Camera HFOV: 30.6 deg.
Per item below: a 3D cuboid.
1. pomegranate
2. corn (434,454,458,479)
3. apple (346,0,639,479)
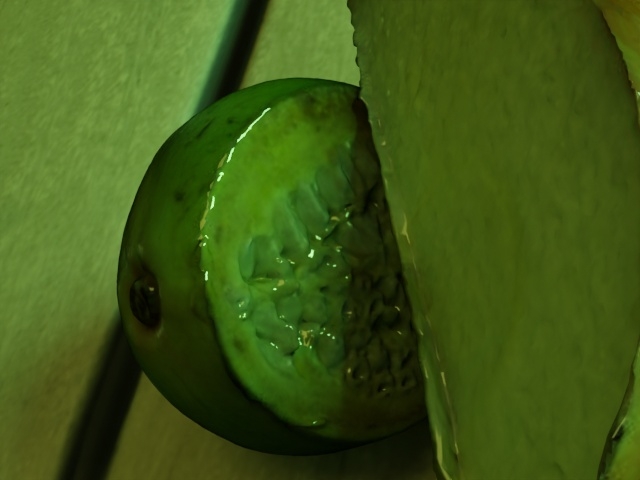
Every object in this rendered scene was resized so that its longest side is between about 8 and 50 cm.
[{"bbox_3d":[-0.012,-0.005,0.636,0.159,0.190,0.241,-3,53,57],"label":"pomegranate"},{"bbox_3d":[0.066,0.180,0.498,0.106,0.106,0.293,3,58,32],"label":"corn"},{"bbox_3d":[0.115,-0.006,0.496,0.179,0.254,0.346,-16,52,8],"label":"apple"}]
